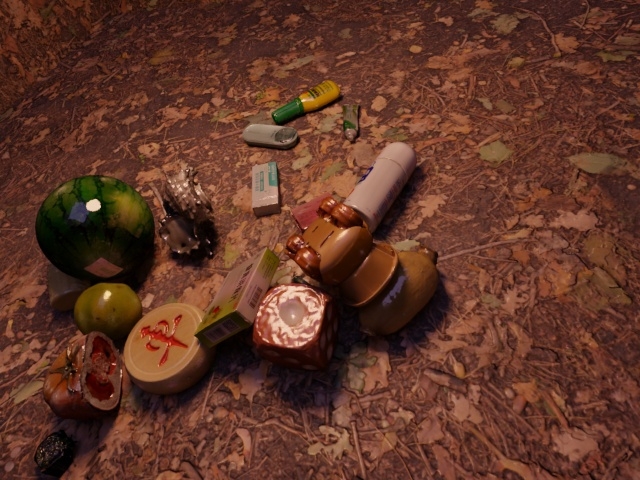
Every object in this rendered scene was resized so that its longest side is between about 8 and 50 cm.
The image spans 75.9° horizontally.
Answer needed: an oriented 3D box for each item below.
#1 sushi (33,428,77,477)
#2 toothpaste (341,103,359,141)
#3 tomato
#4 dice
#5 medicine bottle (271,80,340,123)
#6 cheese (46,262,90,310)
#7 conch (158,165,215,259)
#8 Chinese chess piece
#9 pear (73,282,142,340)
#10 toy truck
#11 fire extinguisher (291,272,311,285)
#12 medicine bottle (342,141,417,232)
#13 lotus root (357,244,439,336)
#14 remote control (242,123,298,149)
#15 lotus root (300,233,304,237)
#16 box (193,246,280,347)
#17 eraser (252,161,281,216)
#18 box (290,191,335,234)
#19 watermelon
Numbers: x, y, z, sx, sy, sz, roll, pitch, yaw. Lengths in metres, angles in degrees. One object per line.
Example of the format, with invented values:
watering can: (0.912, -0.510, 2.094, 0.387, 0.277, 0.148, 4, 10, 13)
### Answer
sushi: (-0.661, 0.527, 1.030, 0.083, 0.056, 0.084, 16, 59, 34)
toothpaste: (0.120, -0.475, 1.630, 0.078, 0.046, 0.247, -3, 49, 7)
tomato: (-0.632, 0.367, 1.073, 0.155, 0.180, 0.214, -24, 46, 4)
dice: (-0.055, 0.221, 1.037, 0.174, 0.179, 0.174, 4, 58, 16)
medicine bottle: (-0.064, -0.582, 1.743, 0.309, 0.076, 0.111, -31, 50, -9)
cheese: (-0.832, 0.140, 1.359, 0.123, 0.093, 0.167, -23, 54, -17)
conch: (-0.418, -0.092, 1.334, 0.186, 0.312, 0.241, 0, 2, -29)
Chinese chess piece: (-0.408, 0.290, 1.122, 0.251, 0.097, 0.250, -7, 52, 9)
pear: (-0.622, 0.230, 1.197, 0.180, 0.166, 0.215, 6, 79, 5)
toy truck: (0.049, 0.027, 1.062, 0.204, 0.212, 0.288, -50, 18, -2)
fire extinguisher: (-0.059, 0.127, 1.208, 0.083, 0.025, 0.038, 35, 90, 34)
medicine bottle: (0.198, -0.183, 1.318, 0.130, 0.130, 0.340, 22, 61, 28)
lotus root: (0.207, 0.125, 1.063, 0.146, 0.131, 0.303, 43, 71, 2)
remote control: (-0.204, -0.422, 1.665, 0.248, 0.052, 0.104, 13, 58, 23)
lotus root: (0.000, 0.000, 1.252, 0.191, 0.094, 0.108, -7, 28, 15)
box: (-0.220, 0.148, 1.113, 0.175, 0.062, 0.260, -32, 22, 30)
eraser: (-0.196, -0.189, 1.477, 0.096, 0.052, 0.225, -11, 49, 3)
box: (-0.010, -0.081, 1.339, 0.156, 0.060, 0.111, -24, 50, -9)
watermelon: (-0.708, -0.042, 1.309, 0.364, 0.363, 0.362, -7, 51, 9)
